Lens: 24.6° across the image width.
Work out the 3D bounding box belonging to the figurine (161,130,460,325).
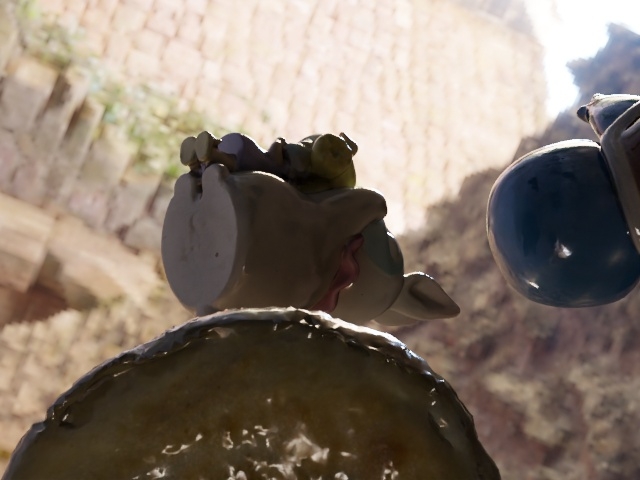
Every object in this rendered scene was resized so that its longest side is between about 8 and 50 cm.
[{"bbox_3d":[0.000,0.000,1.128,0.127,0.235,0.155,-32,-116,43],"label":"figurine"}]

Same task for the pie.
[{"bbox_3d":[-0.028,0.166,0.680,0.055,0.274,0.274,120,-10,-80],"label":"pie"}]

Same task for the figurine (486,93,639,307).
[{"bbox_3d":[0.359,-0.036,1.262,0.243,0.416,0.298,21,53,-67],"label":"figurine"}]
